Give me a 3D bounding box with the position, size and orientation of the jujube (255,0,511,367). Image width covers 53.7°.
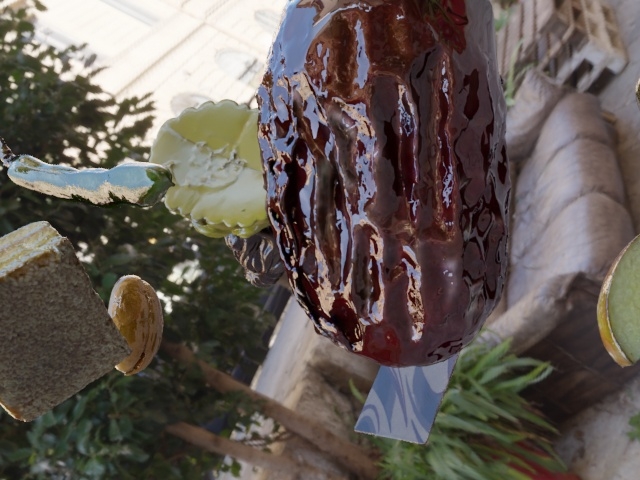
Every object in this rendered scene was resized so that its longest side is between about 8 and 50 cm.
[{"bbox_3d":[0.064,-0.078,0.603,0.258,0.259,0.376,-91,2,-82],"label":"jujube"}]

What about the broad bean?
[{"bbox_3d":[-0.217,-0.056,0.583,0.039,0.227,0.069,-63,-30,-30],"label":"broad bean"}]

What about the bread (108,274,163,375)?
[{"bbox_3d":[-0.338,0.151,1.165,0.114,0.078,0.189,47,-149,-58],"label":"bread"}]

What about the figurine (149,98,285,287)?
[{"bbox_3d":[-0.089,-0.046,0.893,0.315,0.188,0.167,60,-150,-69],"label":"figurine"}]

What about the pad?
[{"bbox_3d":[0.210,0.295,1.433,0.220,0.004,0.330,-9,45,49],"label":"pad"}]

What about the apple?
[{"bbox_3d":[0.653,0.105,1.223,0.346,0.254,0.179,-39,23,-12],"label":"apple"}]

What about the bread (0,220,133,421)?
[{"bbox_3d":[-0.388,0.110,0.845,0.184,0.111,0.234,-34,-47,-24],"label":"bread"}]

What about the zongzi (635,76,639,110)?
[{"bbox_3d":[0.332,-0.022,0.550,0.288,0.286,0.134,-33,-17,-2],"label":"zongzi"}]
